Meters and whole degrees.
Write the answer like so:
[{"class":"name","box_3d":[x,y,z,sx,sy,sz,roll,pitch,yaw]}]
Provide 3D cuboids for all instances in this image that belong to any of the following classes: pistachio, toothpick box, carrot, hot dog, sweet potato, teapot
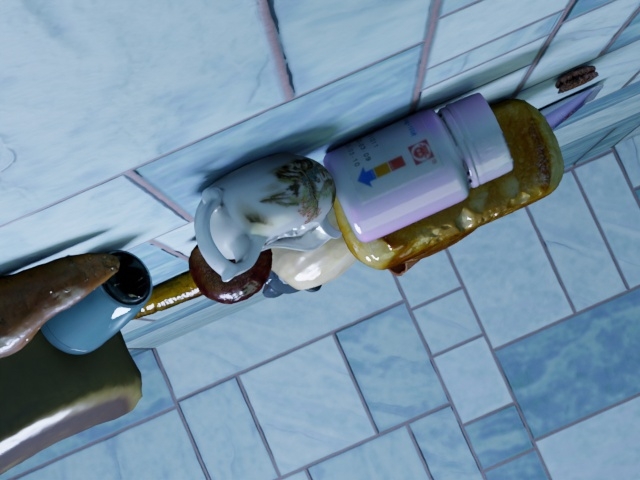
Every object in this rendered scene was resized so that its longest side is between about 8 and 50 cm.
[{"class":"pistachio","box_3d":[0.000,0.000,2.213,0.230,0.157,0.157,-31,173,15]},{"class":"toothpick box","box_3d":[-0.338,0.090,1.729,0.120,0.120,0.184,-18,169,-47]},{"class":"carrot","box_3d":[-0.286,0.098,2.342,0.314,0.066,0.066,-21,174,2]},{"class":"hot dog","box_3d":[0.200,-0.086,1.933,0.405,0.185,0.223,-22,173,-16]},{"class":"sweet potato","box_3d":[-0.440,0.106,1.532,0.359,0.112,0.112,-21,174,2]},{"class":"teapot","box_3d":[-0.078,-0.031,1.565,0.204,0.139,0.298,-25,175,38]}]

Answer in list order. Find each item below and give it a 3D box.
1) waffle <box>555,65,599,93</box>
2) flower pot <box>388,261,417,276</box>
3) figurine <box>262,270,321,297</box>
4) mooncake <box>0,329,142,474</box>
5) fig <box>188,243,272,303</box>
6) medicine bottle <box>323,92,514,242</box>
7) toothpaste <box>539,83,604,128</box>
[{"class":"waffle","box_3d":[0.436,-0.275,1.944,0.075,0.029,0.083,-23,178,26]},{"class":"flower pot","box_3d":[0.184,-0.048,2.351,0.173,0.190,0.190,-34,177,-14]},{"class":"figurine","box_3d":[-0.051,0.050,2.449,0.193,0.140,0.265,-41,-160,-6]},{"class":"mooncake","box_3d":[-0.502,0.253,1.907,0.393,0.246,0.394,-33,171,26]},{"class":"fig","box_3d":[-0.158,0.040,2.003,0.146,0.133,0.201,-14,-178,-6]},{"class":"medicine bottle","box_3d":[0.144,-0.110,1.680,0.255,0.152,0.152,-24,174,2]},{"class":"toothpaste","box_3d":[0.389,-0.207,2.254,0.371,0.080,0.125,-31,171,-2]}]
